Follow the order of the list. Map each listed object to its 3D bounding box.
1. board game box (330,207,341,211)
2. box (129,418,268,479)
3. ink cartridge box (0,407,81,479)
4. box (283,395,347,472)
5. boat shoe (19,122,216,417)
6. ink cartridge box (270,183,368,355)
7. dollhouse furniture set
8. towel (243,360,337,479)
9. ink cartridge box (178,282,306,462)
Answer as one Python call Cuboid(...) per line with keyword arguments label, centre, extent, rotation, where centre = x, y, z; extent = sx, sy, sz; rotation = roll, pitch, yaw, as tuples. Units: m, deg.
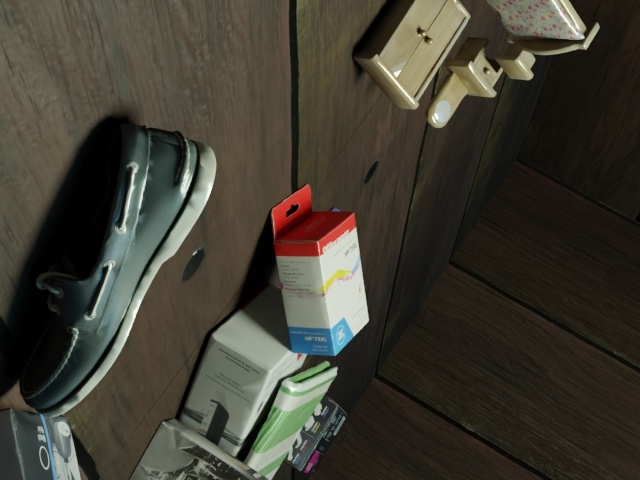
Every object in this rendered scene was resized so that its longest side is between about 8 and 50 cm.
Cuboid(label="board game box", centre=(0.000, 0.000, 1.950), extent=(0.090, 0.020, 0.090), rotation=(-50, 164, -39))
Cuboid(label="box", centre=(-0.213, 0.416, 1.701), extent=(0.231, 0.183, 0.056), rotation=(-60, 169, 4))
Cuboid(label="ink cartridge box", centre=(-0.267, 0.335, 1.091), extent=(0.065, 0.332, 0.165), rotation=(-15, 167, 3))
Cuboid(label="box", centre=(-0.047, 0.393, 2.386), extent=(0.163, 0.142, 0.247), rotation=(-59, 169, -9))
Cuboid(label="boat shoe", centre=(-0.220, 0.027, 1.066), extent=(0.099, 0.116, 0.319), rotation=(24, 108, -34))
Cuboid(label="ink cartridge box", centre=(0.001, 0.042, 1.687), extent=(0.134, 0.078, 0.231), rotation=(-40, 126, -57))
Cuboid(label="dollhouse furniture set", centre=(0.241, -0.257, 1.511), extent=(0.303, 0.355, 0.174), rotation=(43, 74, -37))
Cuboid(label="towel", centre=(-0.093, 0.350, 1.836), extent=(0.325, 0.038, 0.248), rotation=(-59, 168, 10))
Cuboid(label="ink cartridge box", centre=(-0.123, 0.235, 1.792), extent=(0.197, 0.114, 0.273), rotation=(-42, 160, -56))
